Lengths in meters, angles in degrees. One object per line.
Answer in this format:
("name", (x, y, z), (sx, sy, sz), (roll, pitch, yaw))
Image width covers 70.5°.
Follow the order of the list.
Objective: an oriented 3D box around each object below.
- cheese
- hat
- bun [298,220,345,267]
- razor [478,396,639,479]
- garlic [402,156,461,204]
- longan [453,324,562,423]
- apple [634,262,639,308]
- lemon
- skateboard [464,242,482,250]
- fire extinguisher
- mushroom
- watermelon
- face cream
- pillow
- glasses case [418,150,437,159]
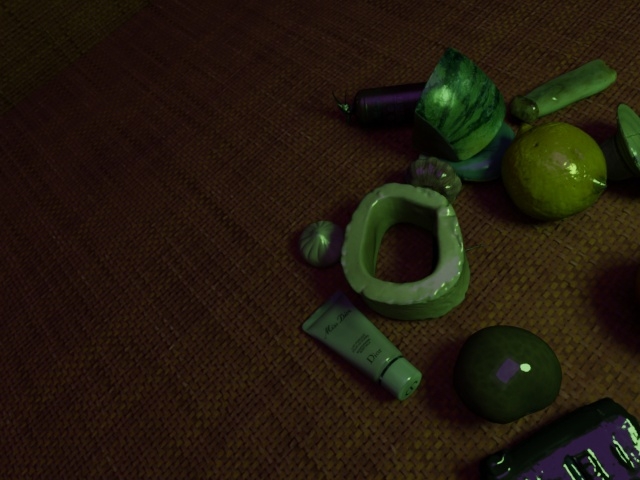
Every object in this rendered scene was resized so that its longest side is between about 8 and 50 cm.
("cheese", (0.214, 0.022, 1.128), (0.293, 0.153, 0.331), (-4, 64, 21))
("hat", (0.765, -0.209, 1.149), (0.110, 0.252, 0.251), (-30, 48, 48))
("bun", (0.000, 0.000, 1.239), (0.139, 0.094, 0.138), (-7, 61, 13))
("razor", (0.484, 0.453, 0.879), (0.327, 0.107, 0.189), (-26, 61, 1))
("garlic", (0.298, -0.150, 1.221), (0.159, 0.147, 0.102), (40, 37, 1))
("longan", (0.385, 0.279, 0.952), (0.212, 0.198, 0.198), (-44, 62, -2))
("apple", (0.794, 0.106, 0.898), (0.287, 0.286, 0.232), (-5, 62, 11))
("lemon", (0.567, -0.174, 1.116), (0.229, 0.228, 0.253), (-17, 58, 4))
("skateboard", (0.383, 0.040, 1.165), (0.083, 0.032, 0.063), (-22, 70, 4))
("fire extinguisher", (0.212, -0.423, 1.386), (0.338, 0.135, 0.114), (-4, 38, 12))
("mushroom", (0.694, -0.425, 1.306), (0.313, 0.081, 0.099), (-25, 63, -5))
("watermelon", (0.340, -0.356, 1.217), (0.212, 0.262, 0.201), (-56, 29, -11))
("face cream", (0.101, 0.254, 1.098), (0.143, 0.089, 0.314), (-45, 52, -12))
("pillow", (0.436, -0.265, 1.272), (0.214, 0.086, 0.233), (10, 66, 12))
("glasses case", (0.324, -0.267, 1.328), (0.063, 0.041, 0.164), (9, 65, 11))
